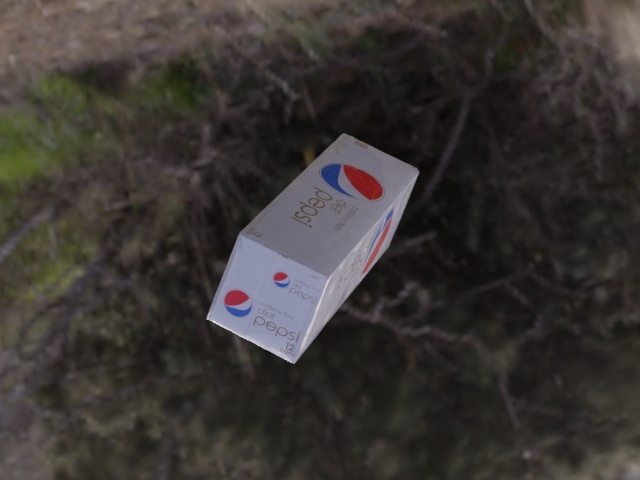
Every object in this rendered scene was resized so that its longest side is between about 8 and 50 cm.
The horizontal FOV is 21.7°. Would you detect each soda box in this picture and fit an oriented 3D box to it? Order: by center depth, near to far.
[{"bbox_3d":[0.000,0.000,1.173,0.074,0.069,0.216,-68,171,28],"label":"soda box"}]
